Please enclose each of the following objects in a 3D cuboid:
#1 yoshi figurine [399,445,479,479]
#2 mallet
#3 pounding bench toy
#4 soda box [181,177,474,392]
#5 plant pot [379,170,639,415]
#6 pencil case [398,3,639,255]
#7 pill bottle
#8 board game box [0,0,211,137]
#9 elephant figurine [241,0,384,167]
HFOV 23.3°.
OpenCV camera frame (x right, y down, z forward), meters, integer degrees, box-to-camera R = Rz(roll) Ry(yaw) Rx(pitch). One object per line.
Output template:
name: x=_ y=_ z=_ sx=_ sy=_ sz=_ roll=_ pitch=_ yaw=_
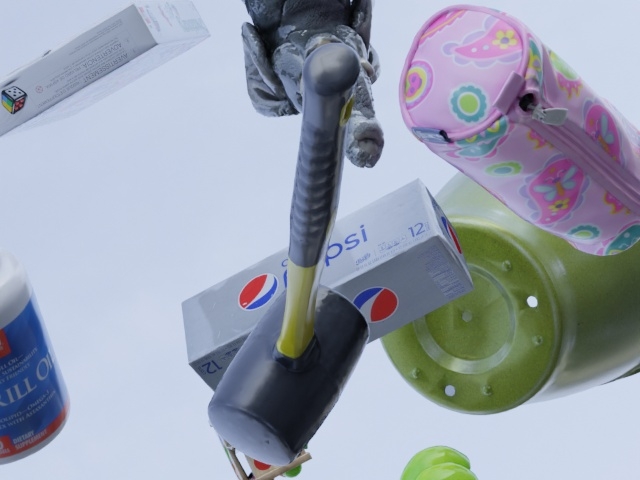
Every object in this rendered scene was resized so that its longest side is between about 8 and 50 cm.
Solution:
yoshi figurine: x=0.126 y=0.328 z=1.139 sx=0.203 sy=0.203 sz=0.362 roll=-12 pitch=-69 yaw=-40
mallet: x=0.000 y=0.000 z=0.490 sx=0.062 sy=0.039 sz=0.189 roll=-54 pitch=-15 yaw=-38
pounding bench toy: x=-0.031 y=0.145 z=1.156 sx=0.083 sy=0.052 sz=0.065 roll=-25 pitch=-92 yaw=-14
soda box: x=0.004 y=0.056 z=1.562 sx=0.286 sy=0.098 sz=0.091 roll=-28 pitch=-52 yaw=12
plant pot: x=0.247 y=0.048 z=1.894 sx=0.353 sy=0.366 sz=0.366 roll=-23 pitch=-49 yaw=-57
pencil case: x=0.177 y=-0.082 z=1.238 sx=0.284 sy=0.124 sz=0.124 roll=31 pitch=-90 yaw=-50
pill bottle: x=-0.307 y=0.082 z=1.372 sx=0.124 sy=0.124 sz=0.221 roll=-34 pitch=-50 yaw=-27
board game box: x=-0.233 y=-0.185 z=1.629 sx=0.193 sy=0.053 sz=0.305 roll=-28 pitch=5 yaw=10
elephant figurine: x=-0.010 y=-0.177 z=1.390 sx=0.186 sy=0.169 sz=0.239 roll=-21 pitch=-83 yaw=-59
